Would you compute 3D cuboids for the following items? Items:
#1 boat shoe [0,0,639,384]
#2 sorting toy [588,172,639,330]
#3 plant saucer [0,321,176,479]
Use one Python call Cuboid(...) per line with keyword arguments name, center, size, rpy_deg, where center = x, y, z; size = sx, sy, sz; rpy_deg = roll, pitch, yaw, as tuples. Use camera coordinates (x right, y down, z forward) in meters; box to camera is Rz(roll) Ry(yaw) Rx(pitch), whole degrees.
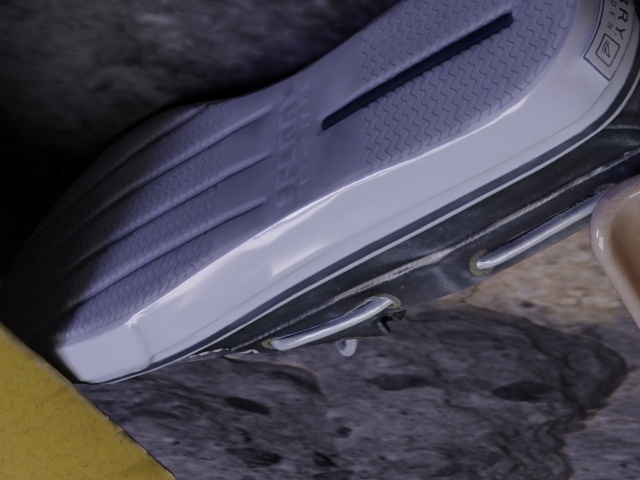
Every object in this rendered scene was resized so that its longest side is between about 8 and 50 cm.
Cuboid(name="boat shoe", center=(0.000, 0.000, 0.594), size=(0.335, 0.121, 0.119), rpy_deg=(-22, 136, 35))
Cuboid(name="sorting toy", center=(0.218, -0.001, 0.561), size=(0.196, 0.047, 0.348), rpy_deg=(-25, 147, 13))
Cuboid(name="plant saucer", center=(-0.273, 0.035, 0.628), size=(0.333, 0.081, 0.333), rpy_deg=(14, 157, 29))
